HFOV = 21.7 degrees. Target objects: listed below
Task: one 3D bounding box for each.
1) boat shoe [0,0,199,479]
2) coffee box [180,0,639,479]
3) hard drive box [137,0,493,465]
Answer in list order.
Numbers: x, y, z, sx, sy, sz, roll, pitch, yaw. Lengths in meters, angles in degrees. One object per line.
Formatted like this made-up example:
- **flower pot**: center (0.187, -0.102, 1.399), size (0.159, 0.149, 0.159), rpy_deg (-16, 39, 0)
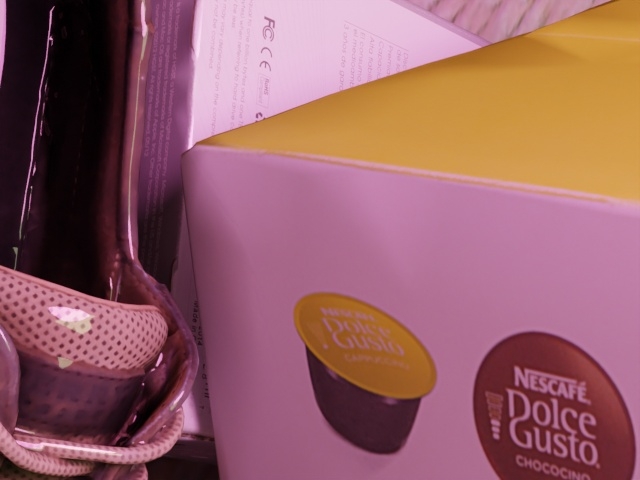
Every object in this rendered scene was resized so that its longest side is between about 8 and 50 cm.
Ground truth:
- **boat shoe**: center (-0.113, 0.035, 0.475), size (0.132, 0.130, 0.356), rpy_deg (5, 82, -49)
- **coffee box**: center (0.202, 0.099, 0.539), size (0.338, 0.337, 0.335), rpy_deg (-22, 114, -43)
- **hard drive box**: center (0.000, 0.000, 0.643), size (0.232, 0.089, 0.181), rpy_deg (18, 72, -46)
